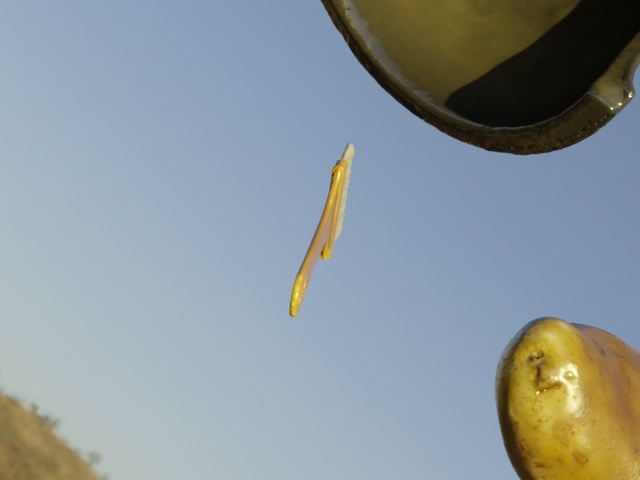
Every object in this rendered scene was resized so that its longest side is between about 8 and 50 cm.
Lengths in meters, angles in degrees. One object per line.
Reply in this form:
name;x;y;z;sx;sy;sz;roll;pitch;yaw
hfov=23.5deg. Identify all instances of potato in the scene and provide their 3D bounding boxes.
potato;0.270;0.192;1.482;0.176;0.195;0.369;34;-5;40

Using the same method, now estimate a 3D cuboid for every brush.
brush;0.000;0.000;1.458;0.013;0.272;0.103;11;-64;6

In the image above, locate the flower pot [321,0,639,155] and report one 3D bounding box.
flower pot;0.167;-0.281;1.095;0.379;0.251;0.379;35;-41;36
